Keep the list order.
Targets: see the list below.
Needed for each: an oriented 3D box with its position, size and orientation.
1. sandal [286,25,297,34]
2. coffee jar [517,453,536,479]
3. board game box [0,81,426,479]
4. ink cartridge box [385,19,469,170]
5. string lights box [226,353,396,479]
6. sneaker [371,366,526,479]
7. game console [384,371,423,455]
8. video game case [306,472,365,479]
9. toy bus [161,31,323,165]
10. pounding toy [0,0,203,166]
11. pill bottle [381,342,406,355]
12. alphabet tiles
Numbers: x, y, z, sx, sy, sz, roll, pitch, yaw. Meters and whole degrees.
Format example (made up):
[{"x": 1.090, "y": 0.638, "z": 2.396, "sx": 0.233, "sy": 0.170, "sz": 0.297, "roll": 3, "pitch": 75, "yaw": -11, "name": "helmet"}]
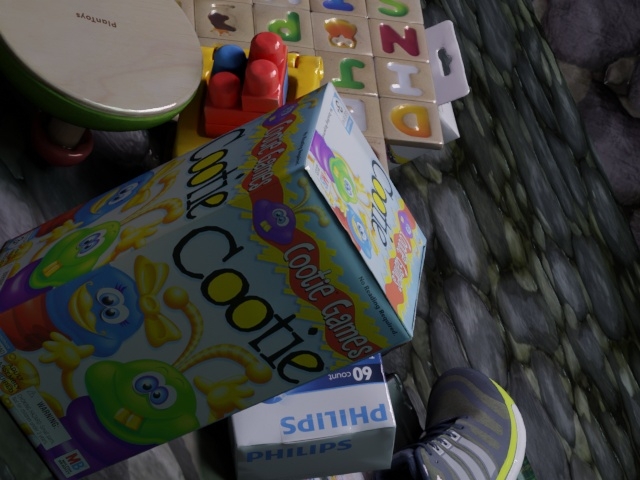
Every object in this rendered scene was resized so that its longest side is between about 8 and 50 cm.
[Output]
[{"x": -0.033, "y": -0.180, "z": 1.915, "sx": 0.138, "sy": 0.126, "sz": 0.317, "roll": 63, "pitch": 20, "yaw": -19, "name": "sandal"}, {"x": 0.202, "y": 0.284, "z": 2.028, "sx": 0.184, "sy": 0.079, "sz": 0.096, "roll": 67, "pitch": 12, "yaw": 6, "name": "coffee jar"}, {"x": -0.085, "y": 0.031, "z": 1.282, "sx": 0.142, "sy": 0.275, "sz": 0.144, "roll": 58, "pitch": 20, "yaw": -21, "name": "board game box"}, {"x": 0.077, "y": -0.145, "z": 2.033, "sx": 0.067, "sy": 0.198, "sz": 0.115, "roll": 42, "pitch": 30, "yaw": -49, "name": "ink cartridge box"}, {"x": -0.025, "y": 0.071, "z": 1.585, "sx": 0.076, "sy": 0.133, "sz": 0.259, "roll": 94, "pitch": -12, "yaw": -56, "name": "string lights box"}, {"x": 0.116, "y": 0.218, "z": 1.768, "sx": 0.121, "sy": 0.111, "sz": 0.300, "roll": 42, "pitch": 31, "yaw": -23, "name": "sneaker"}, {"x": 0.070, "y": 0.199, "z": 1.889, "sx": 0.107, "sy": 0.071, "sz": 0.122, "roll": -31, "pitch": 97, "yaw": -41, "name": "game console"}, {"x": 0.017, "y": 0.244, "z": 1.686, "sx": 0.157, "sy": 0.019, "sz": 0.143, "roll": 66, "pitch": 19, "yaw": -2, "name": "video game case"}, {"x": -0.060, "y": -0.056, "z": 1.497, "sx": 0.211, "sy": 0.150, "sz": 0.220, "roll": 93, "pitch": 4, "yaw": -56, "name": "toy bus"}, {"x": -0.218, "y": -0.146, "z": 1.453, "sx": 0.237, "sy": 0.110, "sz": 0.183, "roll": 31, "pitch": 39, "yaw": -8, "name": "pounding toy"}, {"x": 0.000, "y": 0.000, "z": 1.763, "sx": 0.245, "sy": 0.130, "sz": 0.130, "roll": 67, "pitch": 19, "yaw": 6, "name": "pill bottle"}, {"x": -0.034, "y": -0.180, "z": 1.760, "sx": 0.011, "sy": 0.285, "sz": 0.342, "roll": 108, "pitch": -17, "yaw": -45, "name": "alphabet tiles"}]
